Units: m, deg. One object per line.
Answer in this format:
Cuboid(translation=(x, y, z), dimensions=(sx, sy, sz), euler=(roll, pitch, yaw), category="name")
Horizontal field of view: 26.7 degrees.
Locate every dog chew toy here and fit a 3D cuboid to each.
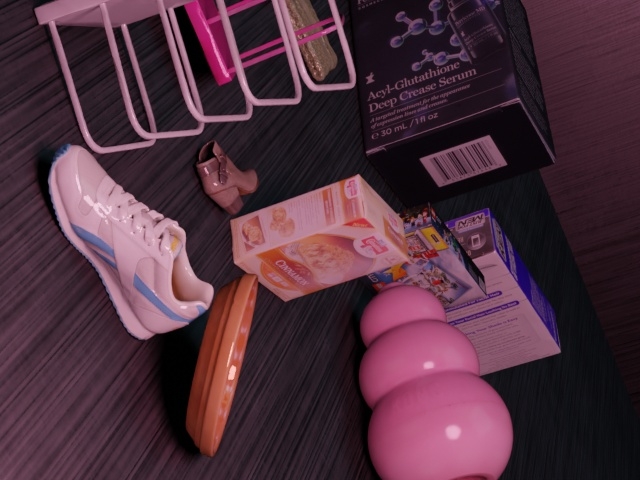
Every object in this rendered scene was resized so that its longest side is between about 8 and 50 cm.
Cuboid(translation=(0.148, 0.209, 1.944), dimensions=(0.206, 0.207, 0.332), euler=(40, 29, -56), category="dog chew toy")

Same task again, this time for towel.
Cuboid(translation=(-0.017, -0.343, 2.243), dimensions=(0.148, 0.027, 0.110), euler=(66, 21, -14), category="towel")

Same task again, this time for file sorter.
Cuboid(translation=(-0.127, -0.212, 1.473), dimensions=(0.193, 0.278, 0.173), euler=(-22, 97, -70), category="file sorter")
Cuboid(translation=(-0.102, -0.380, 1.756), dimensions=(0.202, 0.182, 0.290), euler=(-88, 155, -77), category="file sorter")

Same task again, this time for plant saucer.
Cuboid(translation=(-0.107, 0.129, 1.434), dimensions=(0.200, 0.037, 0.200), euler=(14, 90, -89), category="plant saucer")

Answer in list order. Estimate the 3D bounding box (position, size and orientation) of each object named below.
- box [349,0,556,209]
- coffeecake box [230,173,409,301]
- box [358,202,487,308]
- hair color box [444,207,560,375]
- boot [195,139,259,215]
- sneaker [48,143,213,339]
Cuboid(translation=(0.239, -0.302, 2.490), dimensions=(0.212, 0.293, 0.395), euler=(48, 29, -48), category="box")
Cuboid(translation=(0.000, 0.000, 1.738), dimensions=(0.142, 0.185, 0.068), euler=(42, 35, -54), category="coffeecake box")
Cuboid(translation=(0.146, 0.039, 2.130), dimensions=(0.233, 0.159, 0.044), euler=(49, 31, -48), category="box")
Cuboid(translation=(0.282, 0.101, 2.400), dimensions=(0.339, 0.185, 0.110), euler=(51, 28, -46), category="hair color box")
Cuboid(translation=(-0.120, -0.090, 1.718), dimensions=(0.087, 0.042, 0.118), euler=(60, 22, -23), category="boot")
Cuboid(translation=(-0.193, -0.007, 1.372), dimensions=(0.228, 0.092, 0.087), euler=(60, 24, -26), category="sneaker")
